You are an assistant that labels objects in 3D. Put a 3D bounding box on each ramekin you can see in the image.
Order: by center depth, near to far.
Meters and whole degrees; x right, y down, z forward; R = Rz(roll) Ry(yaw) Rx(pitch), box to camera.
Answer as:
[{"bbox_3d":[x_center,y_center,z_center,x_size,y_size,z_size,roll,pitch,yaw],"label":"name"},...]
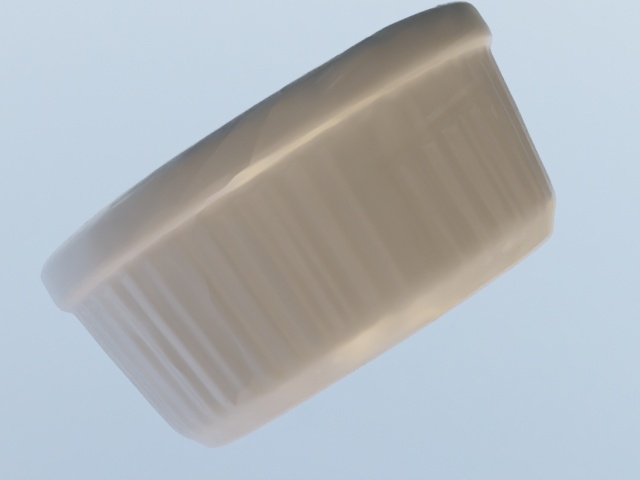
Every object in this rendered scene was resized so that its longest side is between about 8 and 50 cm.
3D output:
[{"bbox_3d":[0.000,0.000,0.784,0.273,0.273,0.127,-31,-92,-48],"label":"ramekin"}]
